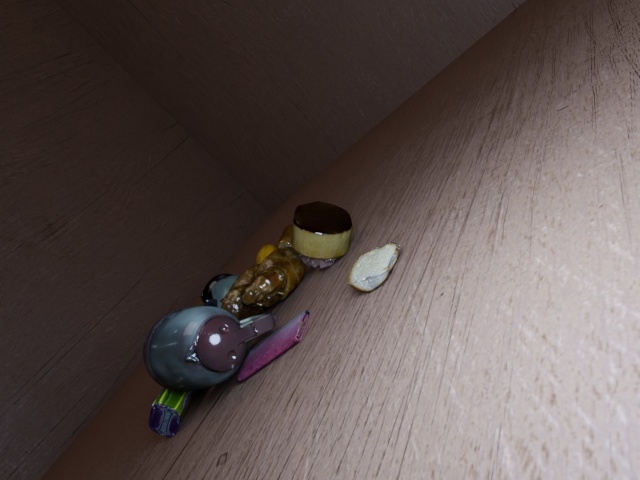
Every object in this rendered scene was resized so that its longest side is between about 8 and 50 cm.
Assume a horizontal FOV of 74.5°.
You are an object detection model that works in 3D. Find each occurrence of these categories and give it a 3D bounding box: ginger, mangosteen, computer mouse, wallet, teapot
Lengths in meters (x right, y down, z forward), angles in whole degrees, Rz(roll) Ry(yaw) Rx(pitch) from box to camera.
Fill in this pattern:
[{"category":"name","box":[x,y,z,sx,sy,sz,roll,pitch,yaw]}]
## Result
[{"category":"ginger","box":[-0.208,0.173,1.420,0.357,0.152,0.274,-36,12,31]},{"category":"mangosteen","box":[-0.448,0.239,1.907,0.230,0.194,0.194,11,54,49]},{"category":"computer mouse","box":[-0.349,0.213,1.684,0.159,0.097,0.288,-20,22,-17]},{"category":"wallet","box":[-0.124,0.278,1.106,0.232,0.025,0.119,-39,12,25]},{"category":"teapot","box":[-0.286,0.278,1.164,0.315,0.233,0.312,-19,-2,-42]}]

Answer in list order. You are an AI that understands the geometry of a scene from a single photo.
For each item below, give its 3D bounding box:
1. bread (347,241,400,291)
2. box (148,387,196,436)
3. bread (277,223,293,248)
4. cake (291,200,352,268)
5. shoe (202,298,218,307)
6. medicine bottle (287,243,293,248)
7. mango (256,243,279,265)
[{"category":"bread","box":[0.125,0.064,0.961,0.126,0.044,0.129,-25,19,39]},{"category":"box","box":[-0.415,0.436,1.341,0.345,0.097,0.134,-71,0,-62]},{"category":"bread","box":[-0.160,-0.008,2.068,0.092,0.074,0.239,-35,15,20]},{"category":"cake","box":[0.000,0.000,1.315,0.208,0.185,0.178,-96,12,-52]},{"category":"shoe","box":[-0.370,0.287,1.372,0.227,0.099,0.112,-111,37,-54]},{"category":"medicine bottle","box":[-0.134,0.088,1.692,0.059,0.059,0.231,-39,13,25]},{"category":"mango","box":[-0.213,0.098,1.725,0.112,0.145,0.219,-7,20,8]}]
